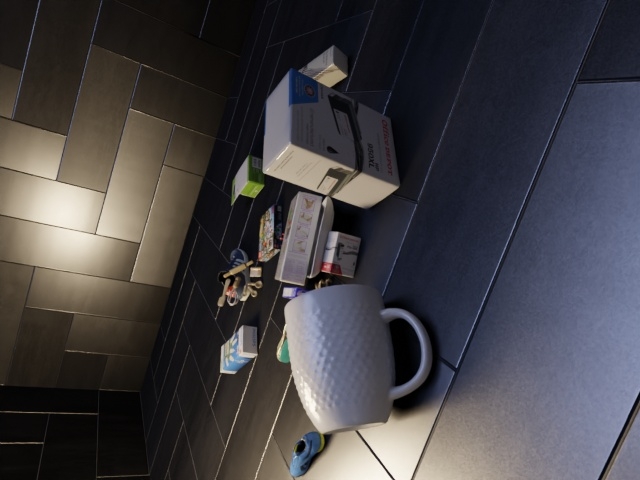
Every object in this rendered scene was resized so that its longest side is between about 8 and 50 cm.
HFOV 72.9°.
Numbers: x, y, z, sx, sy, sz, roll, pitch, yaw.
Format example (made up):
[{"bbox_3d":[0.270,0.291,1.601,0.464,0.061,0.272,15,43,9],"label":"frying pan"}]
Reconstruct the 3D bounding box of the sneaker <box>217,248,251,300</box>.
[{"bbox_3d":[-0.456,0.156,2.236,0.131,0.148,0.350,-60,32,26],"label":"sneaker"}]

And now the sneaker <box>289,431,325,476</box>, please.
[{"bbox_3d":[-0.066,0.683,1.386,0.209,0.082,0.069,-61,34,27],"label":"sneaker"}]

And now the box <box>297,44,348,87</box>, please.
[{"bbox_3d":[-0.015,-0.696,1.845,0.275,0.094,0.113,-22,57,39],"label":"box"}]

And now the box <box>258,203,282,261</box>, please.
[{"bbox_3d":[-0.238,-0.034,2.048,0.159,0.044,0.233,-36,47,48],"label":"box"}]

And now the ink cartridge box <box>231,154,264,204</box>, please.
[{"bbox_3d":[-0.410,-0.324,2.430,0.255,0.097,0.188,-42,43,47],"label":"ink cartridge box"}]

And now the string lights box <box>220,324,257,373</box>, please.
[{"bbox_3d":[-0.380,0.510,2.015,0.259,0.077,0.133,-46,39,41],"label":"string lights box"}]

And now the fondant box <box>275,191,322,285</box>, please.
[{"bbox_3d":[-0.088,-0.002,1.649,0.238,0.096,0.330,164,118,-79],"label":"fondant box"}]

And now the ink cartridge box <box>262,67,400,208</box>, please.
[{"bbox_3d":[0.037,-0.299,1.333,0.166,0.395,0.285,-34,49,47],"label":"ink cartridge box"}]

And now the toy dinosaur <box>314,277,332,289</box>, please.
[{"bbox_3d":[0.003,0.177,1.524,0.092,0.053,0.183,-62,32,25],"label":"toy dinosaur"}]

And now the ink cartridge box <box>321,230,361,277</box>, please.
[{"bbox_3d":[0.068,0.045,1.420,0.056,0.099,0.135,4,82,58],"label":"ink cartridge box"}]

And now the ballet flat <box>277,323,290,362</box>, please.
[{"bbox_3d":[-0.102,0.342,1.614,0.248,0.086,0.086,-63,31,22],"label":"ballet flat"}]

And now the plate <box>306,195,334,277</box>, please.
[{"bbox_3d":[0.000,0.000,1.535,0.278,0.045,0.277,138,144,-83],"label":"plate"}]

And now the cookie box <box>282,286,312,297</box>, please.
[{"bbox_3d":[-0.077,0.202,1.612,0.107,0.092,0.040,-10,66,60],"label":"cookie box"}]

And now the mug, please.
[{"bbox_3d":[0.101,0.303,1.119,0.374,0.276,0.328,-20,61,20],"label":"mug"}]

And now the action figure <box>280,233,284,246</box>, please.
[{"bbox_3d":[-0.153,0.015,1.898,0.038,0.030,0.115,-56,36,22],"label":"action figure"}]

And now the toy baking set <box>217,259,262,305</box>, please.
[{"bbox_3d":[-0.389,0.205,2.066,0.256,0.030,0.196,-24,55,3],"label":"toy baking set"}]
